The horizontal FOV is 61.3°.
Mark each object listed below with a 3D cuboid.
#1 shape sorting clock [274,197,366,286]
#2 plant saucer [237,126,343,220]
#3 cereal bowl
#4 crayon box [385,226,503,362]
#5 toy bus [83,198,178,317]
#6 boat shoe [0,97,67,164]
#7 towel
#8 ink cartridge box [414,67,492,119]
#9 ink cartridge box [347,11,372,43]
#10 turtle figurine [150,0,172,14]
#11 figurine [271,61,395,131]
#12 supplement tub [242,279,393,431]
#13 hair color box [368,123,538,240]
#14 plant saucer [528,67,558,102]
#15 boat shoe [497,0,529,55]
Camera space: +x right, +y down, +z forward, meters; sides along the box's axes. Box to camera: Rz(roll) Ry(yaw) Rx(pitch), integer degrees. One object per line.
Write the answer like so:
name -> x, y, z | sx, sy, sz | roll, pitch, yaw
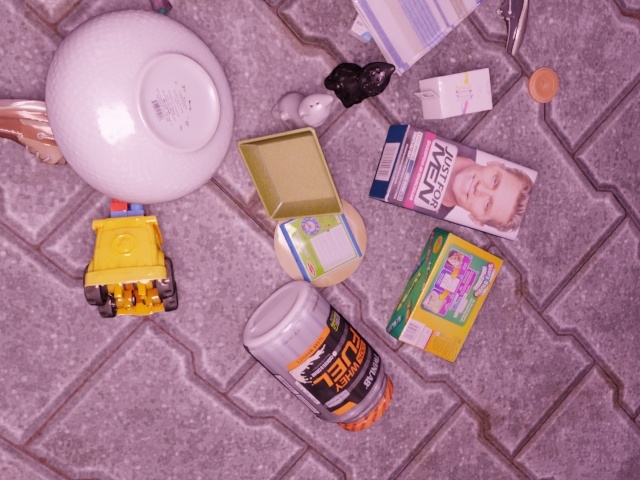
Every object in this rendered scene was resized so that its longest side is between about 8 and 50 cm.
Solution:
shape sorting clock -> 0.000, 0.000, 1.190 | 0.207, 0.040, 0.206 | -1, 94, -14
plant saucer -> -0.053, -0.136, 1.093 | 0.045, 0.188, 0.188 | -52, 129, -46
cereal bowl -> -0.279, -0.230, 0.939 | 0.339, 0.141, 0.338 | -7, 99, -47
crayon box -> 0.293, 0.130, 1.281 | 0.166, 0.081, 0.278 | 25, 91, -20
toy bus -> -0.358, 0.030, 1.031 | 0.150, 0.220, 0.211 | -7, 68, -12
boat shoe -> -0.484, -0.192, 0.971 | 0.325, 0.123, 0.116 | -1, 102, -15
towel -> 0.217, -0.508, 1.117 | 0.285, 0.034, 0.209 | -40, 128, 6
ink cartridge box -> 0.290, -0.321, 1.197 | 0.143, 0.092, 0.089 | -14, 104, -13
ink cartridge box -> 0.098, -0.469, 1.145 | 0.048, 0.028, 0.083 | 26, 92, -21
turtle figurine -> -0.330, -0.519, 0.949 | 0.234, 0.175, 0.118 | 49, 53, -29
figurine -> 0.023, -0.282, 1.059 | 0.215, 0.209, 0.092 | -30, 106, -10
supplement tub -> 0.002, 0.252, 1.155 | 0.193, 0.193, 0.316 | -45, 109, -5
hair color box -> 0.303, -0.128, 1.228 | 0.348, 0.105, 0.173 | 15, 95, -19
plant saucer -> 0.540, -0.375, 1.305 | 0.084, 0.013, 0.083 | -3, 99, -17
boat shoe -> 0.440, -0.529, 1.235 | 0.065, 0.075, 0.205 | 12, 105, 25
